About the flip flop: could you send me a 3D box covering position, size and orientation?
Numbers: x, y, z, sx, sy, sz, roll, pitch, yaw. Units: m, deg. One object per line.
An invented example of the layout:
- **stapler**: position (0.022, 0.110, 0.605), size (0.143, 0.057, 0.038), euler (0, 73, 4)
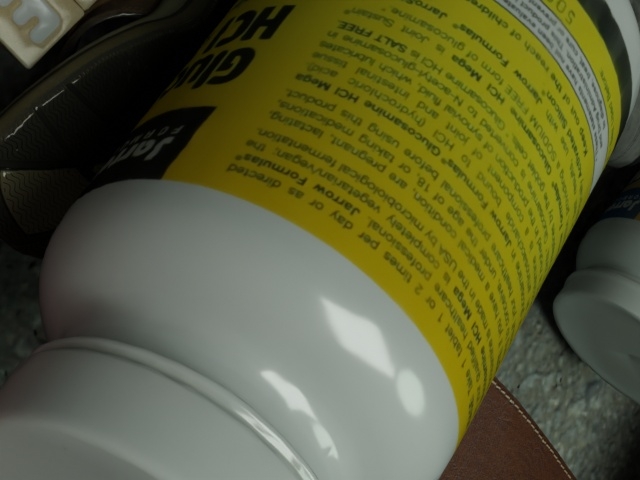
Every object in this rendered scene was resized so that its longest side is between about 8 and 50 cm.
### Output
- **flip flop**: position (-0.081, -0.092, 0.779), size (0.277, 0.080, 0.112), euler (-54, 142, -35)

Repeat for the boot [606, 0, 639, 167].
- **boot**: position (0.130, -0.045, 0.942), size (0.222, 0.118, 0.338), euler (-7, 114, -46)

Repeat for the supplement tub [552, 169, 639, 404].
- **supplement tub**: position (0.263, 0.006, 1.035), size (0.200, 0.144, 0.144), euler (-47, 127, -19)

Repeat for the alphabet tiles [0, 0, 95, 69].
- **alphabet tiles**: position (-0.148, -0.202, 0.698), size (0.198, 0.009, 0.237), euler (48, 71, -20)

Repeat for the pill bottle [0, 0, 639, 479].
- **pill bottle**: position (0.000, 0.000, 0.671), size (0.334, 0.188, 0.188), euler (-57, 132, -36)

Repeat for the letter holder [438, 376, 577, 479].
- **letter holder**: position (0.029, 0.186, 0.869), size (0.302, 0.152, 0.214), euler (48, 54, -47)
